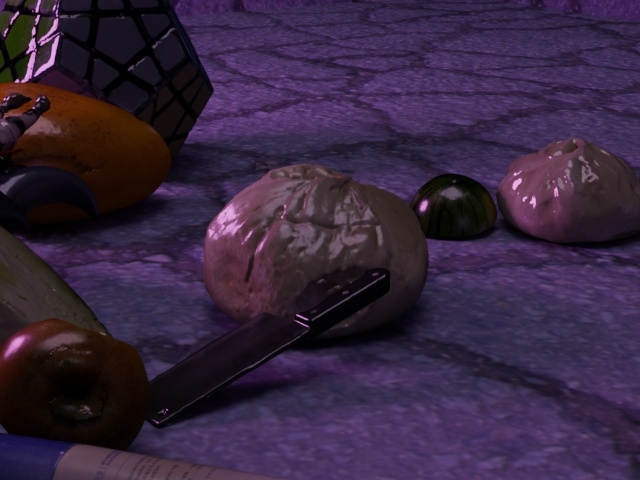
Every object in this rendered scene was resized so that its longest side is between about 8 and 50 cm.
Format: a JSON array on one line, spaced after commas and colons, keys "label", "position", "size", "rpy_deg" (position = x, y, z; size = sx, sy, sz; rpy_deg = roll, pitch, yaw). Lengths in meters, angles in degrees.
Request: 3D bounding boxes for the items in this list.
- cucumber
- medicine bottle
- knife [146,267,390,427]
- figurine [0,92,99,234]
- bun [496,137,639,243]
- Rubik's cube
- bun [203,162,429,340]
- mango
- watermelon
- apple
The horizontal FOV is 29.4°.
[{"label": "cucumber", "position": [-0.314, 0.034, 0.998], "size": [0.325, 0.105, 0.145], "rpy_deg": [34, 14, 2]}, {"label": "medicine bottle", "position": [-0.112, 0.164, 0.767], "size": [0.231, 0.059, 0.059], "rpy_deg": [5, 19, 20]}, {"label": "knife", "position": [-0.049, 0.079, 1.009], "size": [0.245, 0.019, 0.072], "rpy_deg": [-29, 29, -26]}, {"label": "figurine", "position": [-0.354, -0.041, 1.191], "size": [0.175, 0.197, 0.265], "rpy_deg": [-20, 0, 40]}, {"label": "bun", "position": [0.295, -0.064, 1.401], "size": [0.183, 0.102, 0.183], "rpy_deg": [2, 18, -1]}, {"label": "Rubik's cube", "position": [-0.309, -0.234, 1.692], "size": [0.264, 0.319, 0.319], "rpy_deg": [-27, 19, 2]}, {"label": "bun", "position": [0.000, 0.000, 1.150], "size": [0.220, 0.134, 0.220], "rpy_deg": [-1, 23, 1]}, {"label": "mango", "position": [-0.317, -0.100, 1.465], "size": [0.290, 0.160, 0.191], "rpy_deg": [1, 20, -21]}, {"label": "watermelon", "position": [0.151, -0.044, 1.406], "size": [0.105, 0.062, 0.105], "rpy_deg": [-5, 25, 2]}, {"label": "apple", "position": [-0.179, 0.109, 0.863], "size": [0.114, 0.099, 0.102], "rpy_deg": [19, -7, -18]}]
